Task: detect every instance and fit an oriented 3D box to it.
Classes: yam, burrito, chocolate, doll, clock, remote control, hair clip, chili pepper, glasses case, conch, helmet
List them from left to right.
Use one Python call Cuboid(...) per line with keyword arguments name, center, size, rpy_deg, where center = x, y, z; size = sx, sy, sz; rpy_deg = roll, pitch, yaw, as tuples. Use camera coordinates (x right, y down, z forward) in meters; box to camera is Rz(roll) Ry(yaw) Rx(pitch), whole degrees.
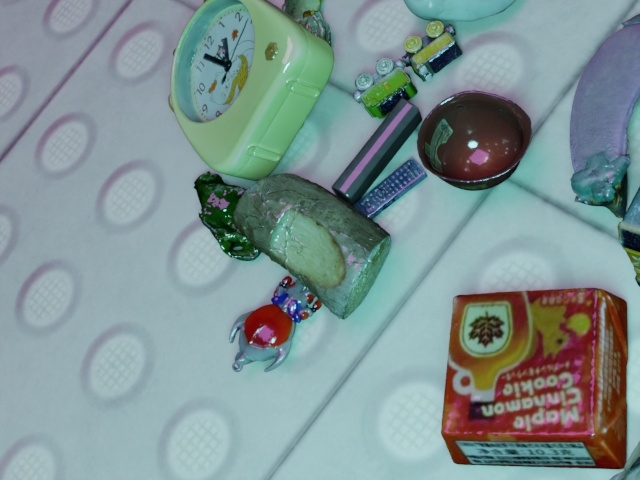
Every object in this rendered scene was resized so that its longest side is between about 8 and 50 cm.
Cuboid(name="chili pepper", center=(-0.153, -0.054, 1.804), size=(0.108, 0.062, 0.216), rpy_deg=(-39, 52, -2))
Cuboid(name="clock", center=(-0.144, -0.300, 1.848), size=(0.286, 0.117, 0.348), rpy_deg=(-57, 46, 21))
Cuboid(name="doll", center=(-0.072, 0.131, 1.657), size=(0.104, 0.062, 0.194), rpy_deg=(40, 80, 9))
Cuboid(name="burrito", center=(-0.027, -0.384, 1.915), size=(0.104, 0.054, 0.287), rpy_deg=(-5, 61, 26))
Cuboid(name="yam", center=(0.000, 0.000, 1.622), size=(0.254, 0.154, 0.154), rpy_deg=(37, 86, 32))
Cuboid(name="glasses case", center=(0.093, -0.140, 1.699), size=(0.042, 0.072, 0.190), rpy_deg=(36, 86, 21))
Cuboid(name="remote control", center=(0.100, -0.071, 1.688), size=(0.152, 0.027, 0.043), rpy_deg=(-39, 48, 4))
Cuboid(name="conch", center=(0.241, -0.445, 1.751), size=(0.221, 0.121, 0.184), rpy_deg=(-23, 74, 8))
Cuboid(name="helmet", center=(0.245, -0.136, 1.588), size=(0.175, 0.106, 0.155), rpy_deg=(-5, 65, 25))
Cuboid(name="chocolate", center=(0.281, 0.178, 1.399), size=(0.238, 0.108, 0.234), rpy_deg=(-3, 65, 27))
Cuboid(name="hair clip", center=(0.427, -0.190, 1.540), size=(0.096, 0.110, 0.358), rpy_deg=(18, 64, -7))

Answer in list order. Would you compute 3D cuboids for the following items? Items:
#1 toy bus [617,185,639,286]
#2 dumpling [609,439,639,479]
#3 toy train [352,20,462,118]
Cuboid(name="toy bus", center=(0.525, -0.085, 1.345), size=(0.162, 0.194, 0.323), rpy_deg=(22, 78, 37))
Cuboid(name="dumpling", center=(0.469, 0.272, 1.204), size=(0.293, 0.163, 0.204), rpy_deg=(-32, 41, -5))
Cuboid(name="toy train", center=(0.147, -0.284, 1.756), size=(0.202, 0.060, 0.081), rpy_deg=(-36, 60, 8))
